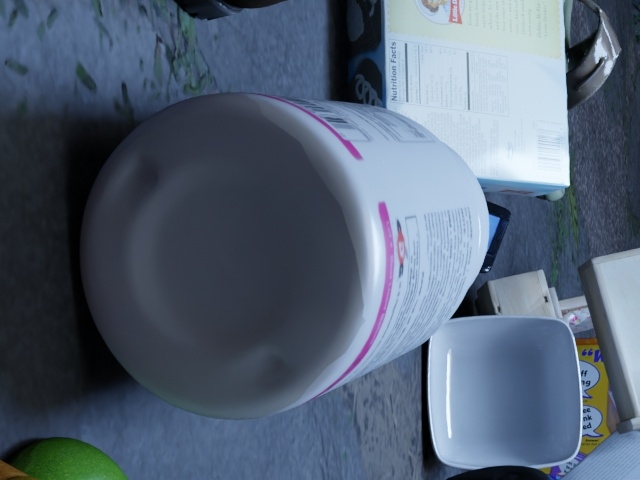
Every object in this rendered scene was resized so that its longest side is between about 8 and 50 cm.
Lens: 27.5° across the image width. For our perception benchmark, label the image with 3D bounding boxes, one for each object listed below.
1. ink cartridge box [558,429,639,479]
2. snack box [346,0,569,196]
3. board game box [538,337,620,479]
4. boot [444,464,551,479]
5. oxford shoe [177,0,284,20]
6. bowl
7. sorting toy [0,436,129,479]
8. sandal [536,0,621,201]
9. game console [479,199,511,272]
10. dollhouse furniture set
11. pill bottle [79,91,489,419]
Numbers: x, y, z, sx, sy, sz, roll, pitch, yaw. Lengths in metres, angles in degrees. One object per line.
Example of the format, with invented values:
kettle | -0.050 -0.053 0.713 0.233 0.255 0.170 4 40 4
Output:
ink cartridge box | 0.264 0.378 1.249 0.309 0.130 0.271 -31 120 -34
snack box | 0.113 -0.204 1.086 0.187 0.060 0.321 4 81 -30
board game box | 0.461 0.361 1.620 0.356 0.357 0.356 65 30 -44
boot | 0.104 0.363 0.986 0.348 0.131 0.260 -47 126 -43
oxford shoe | -0.065 -0.187 0.709 0.227 0.096 0.082 17 72 -66
bowl | 0.168 0.143 1.216 0.053 0.142 0.142 88 1 -78
sorting toy | -0.082 0.145 0.568 0.365 0.126 0.127 39 51 -61
sandal | 0.267 -0.179 1.357 0.120 0.086 0.302 -59 152 -50
game console | 0.129 -0.041 1.226 0.122 0.107 0.071 -57 167 -56
dollhouse furniture set | 0.297 0.134 1.440 0.355 0.303 0.173 114 -37 -74
pill bottle | 0.000 0.000 0.753 0.283 0.160 0.160 -10 96 -68
